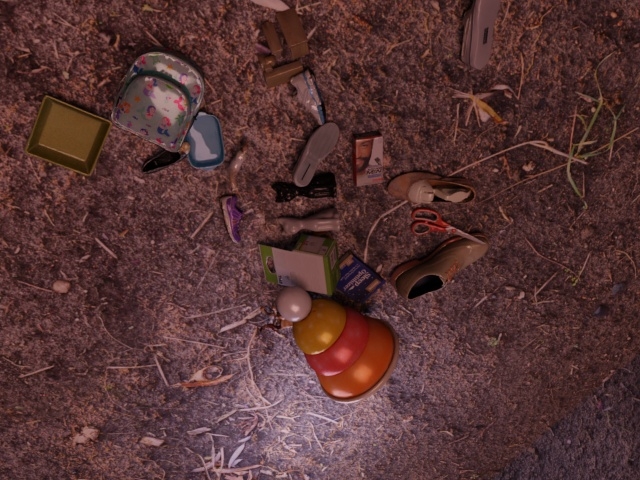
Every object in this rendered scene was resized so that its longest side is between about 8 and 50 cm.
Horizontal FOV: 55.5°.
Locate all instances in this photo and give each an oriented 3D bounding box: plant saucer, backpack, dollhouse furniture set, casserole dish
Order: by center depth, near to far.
[{"bbox_3d":[-0.438,-0.394,1.672,0.225,0.191,0.254,25,105,-18],"label":"backpack"},{"bbox_3d":[-0.715,-0.301,1.735,0.188,0.045,0.188,21,114,-25],"label":"plant saucer"},{"bbox_3d":[-0.114,-0.550,1.750,0.144,0.123,0.151,-19,159,-2],"label":"dollhouse furniture set"},{"bbox_3d":[-0.353,-0.303,1.837,0.114,0.037,0.189,-10,124,-9],"label":"casserole dish"}]

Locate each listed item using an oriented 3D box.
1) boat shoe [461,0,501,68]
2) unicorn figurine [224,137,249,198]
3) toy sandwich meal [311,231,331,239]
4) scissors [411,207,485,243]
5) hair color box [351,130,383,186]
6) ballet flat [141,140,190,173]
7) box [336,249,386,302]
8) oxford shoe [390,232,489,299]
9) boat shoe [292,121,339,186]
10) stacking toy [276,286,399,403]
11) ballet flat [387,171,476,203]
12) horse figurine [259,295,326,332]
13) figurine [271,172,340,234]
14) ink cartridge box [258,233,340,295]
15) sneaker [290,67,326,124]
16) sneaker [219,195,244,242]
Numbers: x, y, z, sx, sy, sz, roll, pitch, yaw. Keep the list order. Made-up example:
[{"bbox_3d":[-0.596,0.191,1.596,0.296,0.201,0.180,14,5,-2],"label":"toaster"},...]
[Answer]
[{"bbox_3d":[0.466,-0.649,1.807,0.096,0.088,0.268,-28,134,-25],"label":"boat shoe"},{"bbox_3d":[-0.258,-0.227,1.864,0.060,0.111,0.162,7,120,-19],"label":"unicorn figurine"},{"bbox_3d":[0.000,0.000,2.125,0.085,0.029,0.086,-7,123,-11],"label":"toy sandwich meal"},{"bbox_3d":[0.465,-0.050,2.183,0.296,0.021,0.109,9,117,-3],"label":"scissors"},{"bbox_3d":[0.154,-0.265,1.985,0.093,0.053,0.167,-10,122,-8],"label":"hair color box"},{"bbox_3d":[-0.460,-0.242,1.820,0.173,0.049,0.057,-28,112,16],"label":"ballet flat"},{"bbox_3d":[0.133,0.146,2.250,0.136,0.036,0.225,-44,123,14],"label":"box"},{"bbox_3d":[0.462,0.109,2.242,0.396,0.146,0.141,-29,122,0],"label":"oxford shoe"},{"bbox_3d":[-0.028,-0.277,1.918,0.083,0.076,0.226,36,88,-25],"label":"boat shoe"},{"bbox_3d":[0.025,0.317,2.138,0.350,0.351,0.480,-37,123,10],"label":"stacking toy"},{"bbox_3d":[0.390,-0.171,2.075,0.315,0.106,0.108,-2,122,-13],"label":"ballet flat"},{"bbox_3d":[-0.106,0.256,2.231,0.263,0.066,0.174,-39,130,1],"label":"horse figurine"},{"bbox_3d":[-0.047,-0.109,2.020,0.209,0.092,0.215,-7,124,-1],"label":"figurine"},{"bbox_3d":[-0.071,0.072,2.110,0.255,0.097,0.189,11,134,19],"label":"ink cartridge box"},{"bbox_3d":[-0.038,-0.425,1.828,0.082,0.071,0.191,-12,133,13],"label":"sneaker"},{"bbox_3d":[-0.280,-0.067,1.988,0.071,0.068,0.170,-15,124,-12],"label":"sneaker"}]
